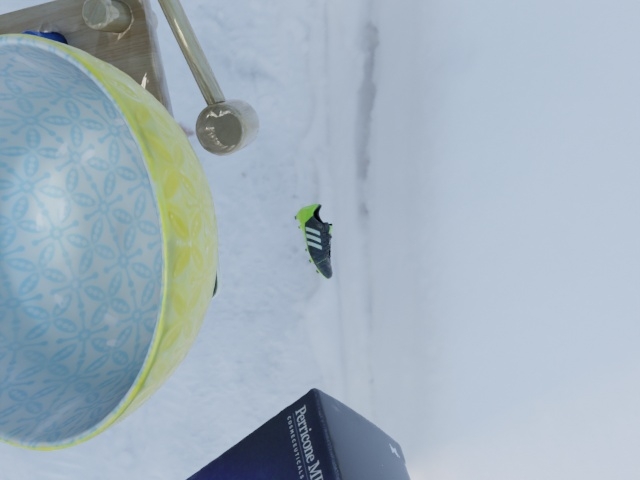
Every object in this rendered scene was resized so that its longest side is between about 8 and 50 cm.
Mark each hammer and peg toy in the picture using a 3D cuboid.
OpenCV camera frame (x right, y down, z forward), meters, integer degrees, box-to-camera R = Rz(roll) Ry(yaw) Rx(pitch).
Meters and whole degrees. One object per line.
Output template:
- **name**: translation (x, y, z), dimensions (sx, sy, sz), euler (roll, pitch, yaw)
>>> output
- **hammer and peg toy**: translation (-0.248, -0.172, 1.015), dimensions (0.127, 0.362, 0.265), euler (-29, 109, -71)

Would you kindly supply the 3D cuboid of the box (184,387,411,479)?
- **box**: translation (-0.033, 0.228, 0.580), dimensions (0.207, 0.153, 0.108), euler (-39, 126, 14)

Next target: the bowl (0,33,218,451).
- **bowl**: translation (-0.177, -0.002, 0.657), dimensions (0.156, 0.290, 0.289), euler (-8, 84, -59)

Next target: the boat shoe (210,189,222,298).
- **boat shoe**: translation (-0.296, -0.026, 1.776), dimensions (0.113, 0.127, 0.339), euler (-29, 116, -59)

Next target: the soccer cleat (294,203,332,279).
- **soccer cleat**: translation (0.000, 0.000, 1.958), dimensions (0.060, 0.072, 0.178), euler (15, 52, -69)
